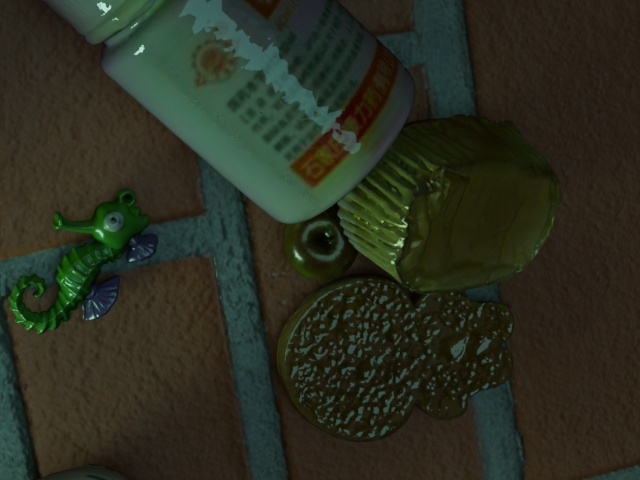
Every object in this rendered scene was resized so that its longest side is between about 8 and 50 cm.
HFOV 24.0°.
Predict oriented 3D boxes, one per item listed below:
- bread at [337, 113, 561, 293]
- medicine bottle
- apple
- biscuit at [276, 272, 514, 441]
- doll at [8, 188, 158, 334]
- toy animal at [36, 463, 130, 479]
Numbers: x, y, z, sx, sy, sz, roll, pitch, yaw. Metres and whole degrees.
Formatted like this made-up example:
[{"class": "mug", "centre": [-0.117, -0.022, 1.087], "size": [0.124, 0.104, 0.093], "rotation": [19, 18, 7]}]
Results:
[{"class": "bread", "centre": [0.141, -0.045, 1.671], "size": [0.250, 0.133, 0.179], "rotation": [-10, 122, -36]}, {"class": "medicine bottle", "centre": [-0.105, -0.213, 1.558], "size": [0.388, 0.219, 0.219], "rotation": [41, 86, -18]}, {"class": "apple", "centre": [0.000, 0.000, 1.699], "size": [0.089, 0.074, 0.089], "rotation": [-2, 98, -15]}, {"class": "biscuit", "centre": [0.090, 0.130, 1.765], "size": [0.289, 0.044, 0.202], "rotation": [-10, 102, -17]}, {"class": "doll", "centre": [-0.259, 0.024, 1.637], "size": [0.115, 0.050, 0.190], "rotation": [38, 89, -23]}, {"class": "toy animal", "centre": [-0.274, 0.353, 1.622], "size": [0.235, 0.165, 0.187], "rotation": [-41, 91, -5]}]
